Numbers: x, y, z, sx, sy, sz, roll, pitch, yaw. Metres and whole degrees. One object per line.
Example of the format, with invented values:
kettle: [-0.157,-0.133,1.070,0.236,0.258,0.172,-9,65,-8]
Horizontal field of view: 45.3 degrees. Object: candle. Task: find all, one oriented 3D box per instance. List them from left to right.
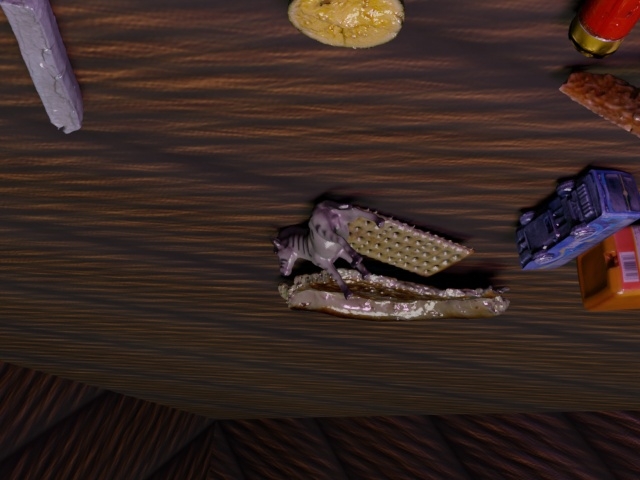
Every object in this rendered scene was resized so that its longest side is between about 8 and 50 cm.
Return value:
candle: [0.263,-0.215,0.666,0.052,0.052,0.130,5,157,-3]

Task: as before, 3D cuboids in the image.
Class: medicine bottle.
medicine bottle: [0.517,0.039,1.155,0.222,0.112,0.149,-3,165,-1]

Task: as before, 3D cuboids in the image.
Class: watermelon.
watermelon: [0.024,-0.218,0.685,0.106,0.062,0.105,3,166,1]

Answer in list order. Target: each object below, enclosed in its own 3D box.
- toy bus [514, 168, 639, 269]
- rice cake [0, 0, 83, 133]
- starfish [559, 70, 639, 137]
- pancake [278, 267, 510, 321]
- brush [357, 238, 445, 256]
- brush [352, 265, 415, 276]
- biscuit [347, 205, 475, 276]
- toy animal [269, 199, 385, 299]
toy bus: [0.361,-0.027,1.099,0.094,0.079,0.236,-7,162,-17]
rice cake: [-0.294,-0.194,0.827,0.042,0.045,0.245,3,158,-5]
starfish: [0.481,-0.094,0.678,0.398,0.383,0.132,-33,176,26]
pancake: [0.140,0.111,1.441,0.427,0.066,0.305,8,168,-7]
brush: [0.128,0.015,1.313,0.194,0.016,0.063,-7,153,25]
brush: [0.138,0.058,1.424,0.164,0.014,0.051,-5,158,19]
biscuit: [0.121,0.005,1.260,0.232,0.016,0.139,20,151,-22]
toy animal: [0.004,-0.002,1.200,0.176,0.073,0.216,39,145,17]
